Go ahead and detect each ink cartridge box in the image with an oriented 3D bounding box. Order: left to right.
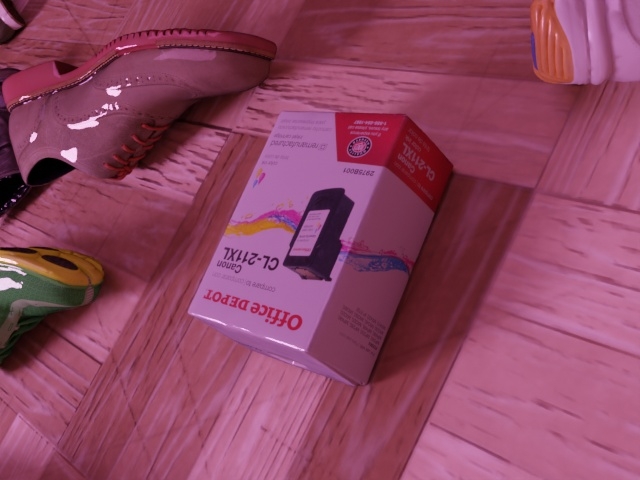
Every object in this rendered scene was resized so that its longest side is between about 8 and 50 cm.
[{"bbox_3d":[0.000,0.000,0.547,0.127,0.072,0.175,10,71,42],"label":"ink cartridge box"}]

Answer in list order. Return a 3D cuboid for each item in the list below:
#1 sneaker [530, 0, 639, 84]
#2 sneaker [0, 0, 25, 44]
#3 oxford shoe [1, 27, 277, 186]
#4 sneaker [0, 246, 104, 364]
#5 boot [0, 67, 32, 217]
[{"bbox_3d":[0.224,-0.225,0.500,0.130,0.112,0.297,6,69,23],"label":"sneaker"},{"bbox_3d":[-0.541,-0.364,1.219,0.086,0.064,0.192,-44,48,2],"label":"sneaker"},{"bbox_3d":[-0.186,-0.128,0.775,0.348,0.123,0.130,-7,87,35],"label":"oxford shoe"},{"bbox_3d":[-0.326,0.076,0.766,0.295,0.109,0.124,-13,81,30],"label":"sneaker"},{"bbox_3d":[-0.459,-0.091,0.967,0.263,0.091,0.229,-31,48,18],"label":"boot"}]
